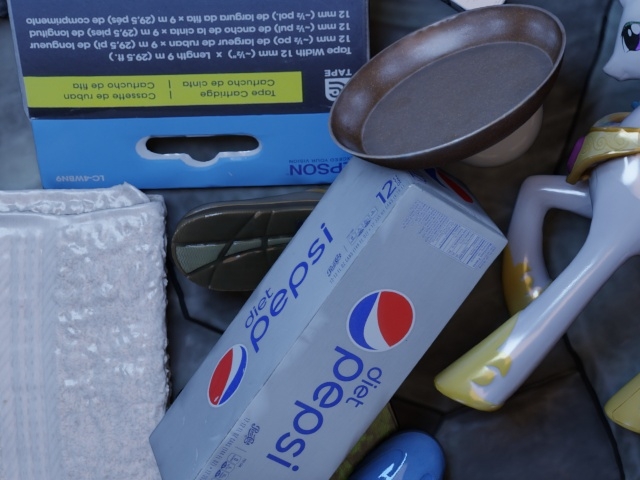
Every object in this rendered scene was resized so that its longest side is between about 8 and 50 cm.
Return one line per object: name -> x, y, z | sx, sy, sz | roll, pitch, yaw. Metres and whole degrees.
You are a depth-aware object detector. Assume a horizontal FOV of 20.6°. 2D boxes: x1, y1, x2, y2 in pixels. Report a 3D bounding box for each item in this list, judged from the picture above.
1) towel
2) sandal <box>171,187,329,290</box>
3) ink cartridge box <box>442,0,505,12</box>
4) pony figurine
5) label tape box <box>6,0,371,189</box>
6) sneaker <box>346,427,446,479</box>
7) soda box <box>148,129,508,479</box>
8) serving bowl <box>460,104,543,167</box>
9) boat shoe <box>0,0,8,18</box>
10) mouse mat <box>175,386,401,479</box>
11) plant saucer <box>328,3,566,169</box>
towel -> -0.200, 0.099, 1.296 | 0.187, 0.049, 0.282 | -2, 94, 2
sandal -> 0.000, 0.000, 1.281 | 0.219, 0.060, 0.090 | 0, 117, -9
ink cartridge box -> 0.094, -0.188, 1.278 | 0.083, 0.048, 0.028 | 34, 93, 1
pony figurine -> 0.286, -0.012, 1.195 | 0.351, 0.303, 0.363 | 22, 108, 9
label tape box -> -0.090, -0.202, 1.232 | 0.249, 0.115, 0.347 | -1, 131, 1
sneaker -> 0.020, 0.228, 1.278 | 0.069, 0.082, 0.209 | 40, 92, 1
soda box -> 0.001, 0.072, 1.222 | 0.091, 0.098, 0.286 | 29, 105, -27
serving bowl -> 0.123, -0.094, 1.292 | 0.083, 0.027, 0.083 | 0, 92, 1
boat shoe -> -0.346, -0.190, 1.209 | 0.301, 0.108, 0.102 | -5, 108, -40
mouse mat -> -0.008, 0.174, 1.319 | 0.153, 0.007, 0.189 | -22, 91, 3
plant saucer -> 0.087, -0.097, 1.168 | 0.168, 0.168, 0.029 | -27, 119, 3
